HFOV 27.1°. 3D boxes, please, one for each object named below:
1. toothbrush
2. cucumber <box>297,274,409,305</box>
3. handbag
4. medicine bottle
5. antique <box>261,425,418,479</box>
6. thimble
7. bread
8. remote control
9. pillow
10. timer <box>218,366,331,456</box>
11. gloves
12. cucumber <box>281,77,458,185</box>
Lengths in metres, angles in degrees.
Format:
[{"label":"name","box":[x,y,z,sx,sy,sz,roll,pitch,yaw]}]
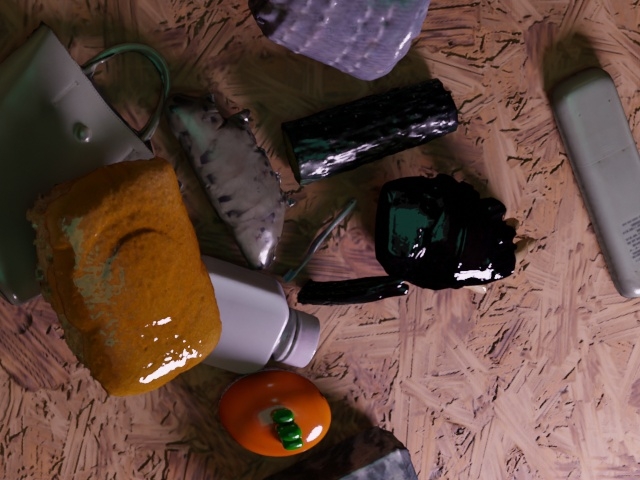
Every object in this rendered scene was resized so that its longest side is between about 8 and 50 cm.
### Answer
[{"label":"toothbrush","box":[0.000,0.000,1.599,0.131,0.011,0.013,-49,132,-1]},{"label":"cucumber","box":[0.038,0.061,1.585,0.135,0.034,0.033,-3,142,18]},{"label":"handbag","box":[-0.283,-0.096,1.449,0.315,0.109,0.241,-41,111,-7]},{"label":"medicine bottle","box":[-0.095,0.094,1.559,0.183,0.069,0.119,19,110,-18]},{"label":"antique","box":[0.029,0.309,1.639,0.183,0.088,0.086,-24,109,-9]},{"label":"thimble","box":[0.033,-0.305,1.434,0.172,0.205,0.236,23,96,-18]},{"label":"bread","box":[-0.206,0.037,1.408,0.174,0.121,0.245,-23,106,-26]},{"label":"remote control","box":[0.372,-0.068,1.675,0.090,0.038,0.309,-27,108,-7]},{"label":"pillow","box":[-0.094,-0.078,1.528,0.093,0.051,0.241,-33,114,-11]},{"label":"timer","box":[-0.051,0.206,1.576,0.136,0.136,0.099,-9,100,-14]},{"label":"gloves","box":[0.167,-0.006,1.598,0.203,0.124,0.164,2,121,-9]},{"label":"cucumber","box":[0.063,-0.129,1.559,0.211,0.062,0.078,-18,106,-11]}]
